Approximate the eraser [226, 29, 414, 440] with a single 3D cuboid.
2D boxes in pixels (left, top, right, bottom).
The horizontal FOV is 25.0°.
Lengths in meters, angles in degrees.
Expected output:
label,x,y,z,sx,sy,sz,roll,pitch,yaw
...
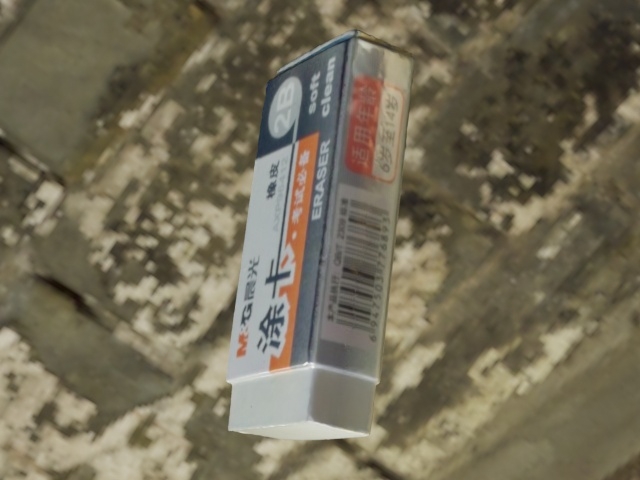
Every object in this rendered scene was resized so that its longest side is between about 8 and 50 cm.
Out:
label,x,y,z,sx,sy,sz,roll,pitch,yaw
eraser,0.000,0.000,0.449,0.052,0.029,0.122,-17,61,57
